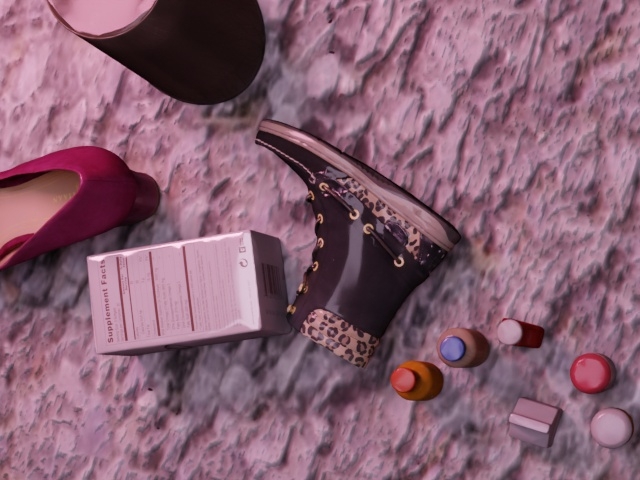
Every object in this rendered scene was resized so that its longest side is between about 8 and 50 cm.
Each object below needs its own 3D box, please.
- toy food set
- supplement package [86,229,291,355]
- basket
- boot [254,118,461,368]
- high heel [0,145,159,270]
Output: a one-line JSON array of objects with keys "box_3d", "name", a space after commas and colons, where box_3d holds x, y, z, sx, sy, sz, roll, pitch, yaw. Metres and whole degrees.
[{"box_3d": [0.190, 0.135, 1.563, 0.232, 0.104, 0.111, 17, 91, 17], "name": "toy food set"}, {"box_3d": [-0.134, 0.056, 1.663, 0.179, 0.105, 0.105, -9, 83, 16], "name": "supplement package"}, {"box_3d": [-0.175, -0.245, 1.635, 0.154, 0.227, 0.204, -41, 76, 9], "name": "basket"}, {"box_3d": [0.000, 0.000, 1.636, 0.236, 0.085, 0.178, 33, 95, 11], "name": "boot"}, {"box_3d": [-0.366, -0.020, 1.695, 0.377, 0.181, 0.127, -20, 81, 14], "name": "high heel"}]
